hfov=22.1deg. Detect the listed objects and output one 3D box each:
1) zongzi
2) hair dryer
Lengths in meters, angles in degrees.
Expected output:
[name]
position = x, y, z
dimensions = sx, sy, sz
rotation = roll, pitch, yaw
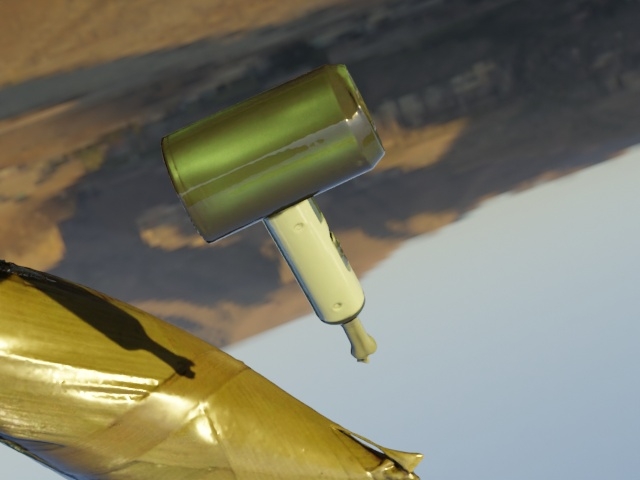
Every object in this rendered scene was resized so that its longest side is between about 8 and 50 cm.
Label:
[zongzi]
position = -0.116, 0.097, 1.058
dimensions = 0.289, 0.123, 0.260
rotation = 4, 158, 39
[hair dryer]
position = 0.000, 0.000, 0.843
dimensions = 0.100, 0.197, 0.057
rotation = -22, -134, 5
